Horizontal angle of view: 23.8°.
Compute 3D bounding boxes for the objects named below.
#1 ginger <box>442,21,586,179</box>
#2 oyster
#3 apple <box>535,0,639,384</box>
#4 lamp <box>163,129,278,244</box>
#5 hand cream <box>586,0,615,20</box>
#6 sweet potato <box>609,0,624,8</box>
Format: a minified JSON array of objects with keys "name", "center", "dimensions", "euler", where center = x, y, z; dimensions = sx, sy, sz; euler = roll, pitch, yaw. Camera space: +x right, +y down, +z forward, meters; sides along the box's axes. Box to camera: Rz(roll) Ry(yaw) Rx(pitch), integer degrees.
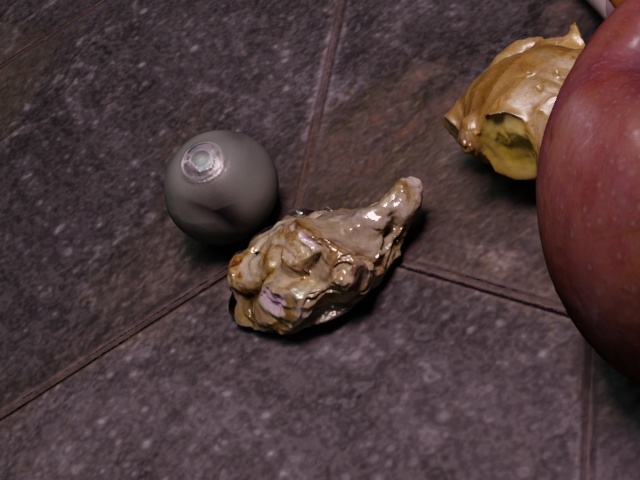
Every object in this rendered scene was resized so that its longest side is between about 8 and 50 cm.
[{"name":"ginger","center":[0.198,-0.104,1.223],"dimensions":[0.157,0.102,0.216],"euler":[-37,33,-29]},{"name":"oyster","center":[0.000,0.000,1.273],"dimensions":[0.191,0.081,0.163],"euler":[-36,34,-9]},{"name":"apple","center":[0.280,-0.046,0.998],"dimensions":[0.306,0.235,0.305],"euler":[-20,41,19]},{"name":"lamp","center":[-0.090,-0.048,1.363],"dimensions":[0.105,0.105,0.105],"euler":[-19,41,18]},{"name":"hand cream","center":[0.276,-0.249,1.347],"dimensions":[0.133,0.083,0.248],"euler":[-19,33,2]},{"name":"sweet potato","center":[0.304,-0.159,1.192],"dimensions":[0.202,0.055,0.058],"euler":[30,89,13]}]
